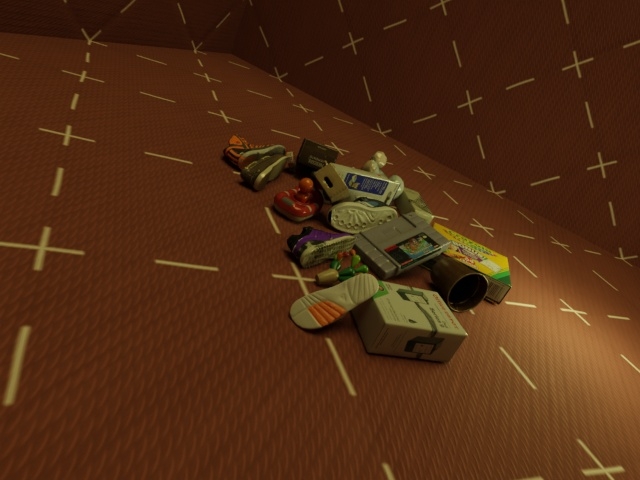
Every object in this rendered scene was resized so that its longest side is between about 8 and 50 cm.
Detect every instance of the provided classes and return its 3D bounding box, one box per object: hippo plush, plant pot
[{"bbox_3d":[0.278,-0.266,2.307,0.236,0.234,0.294,43,-15,-1],"label":"hippo plush"},{"bbox_3d":[0.503,0.154,1.734,0.167,0.166,0.165,12,21,-25],"label":"plant pot"}]

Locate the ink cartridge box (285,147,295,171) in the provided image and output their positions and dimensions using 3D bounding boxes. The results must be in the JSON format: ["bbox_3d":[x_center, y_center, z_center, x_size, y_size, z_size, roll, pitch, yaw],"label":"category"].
[{"bbox_3d":[-0.139,-0.379,2.183,0.029,0.115,0.062,-7,65,4],"label":"ink cartridge box"}]

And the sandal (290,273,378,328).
[{"bbox_3d":[0.045,0.183,1.320,0.265,0.076,0.101,-22,65,-13],"label":"sandal"}]

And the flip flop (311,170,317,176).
[{"bbox_3d":[0.073,-0.243,2.174,0.277,0.080,0.112,27,6,-30],"label":"flip flop"}]

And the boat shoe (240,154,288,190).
[{"bbox_3d":[-0.234,-0.311,1.994,0.097,0.116,0.324,30,32,4],"label":"boat shoe"}]

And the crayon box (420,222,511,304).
[{"bbox_3d":[0.618,0.085,1.994,0.363,0.106,0.313,27,27,7],"label":"crayon box"}]

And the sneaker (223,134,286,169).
[{"bbox_3d":[-0.302,-0.414,2.107,0.180,0.124,0.321,38,29,22],"label":"sneaker"}]

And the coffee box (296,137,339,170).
[{"bbox_3d":[-0.020,-0.415,2.275,0.168,0.118,0.297,21,10,-7],"label":"coffee box"}]

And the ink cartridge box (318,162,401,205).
[{"bbox_3d":[0.175,-0.230,2.118,0.371,0.175,0.069,9,30,-29],"label":"ink cartridge box"}]

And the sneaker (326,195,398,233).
[{"bbox_3d":[0.145,-0.118,1.985,0.323,0.130,0.236,-1,16,-20],"label":"sneaker"}]

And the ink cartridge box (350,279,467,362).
[{"bbox_3d":[0.256,0.237,1.395,0.289,0.121,0.211,12,29,-24],"label":"ink cartridge box"}]

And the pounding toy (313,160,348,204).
[{"bbox_3d":[0.030,-0.235,1.904,0.181,0.094,0.206,57,-1,10],"label":"pounding toy"}]

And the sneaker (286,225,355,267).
[{"bbox_3d":[0.000,-0.001,1.634,0.146,0.102,0.293,40,30,29],"label":"sneaker"}]

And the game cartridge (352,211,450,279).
[{"bbox_3d":[0.308,0.011,1.803,0.355,0.068,0.230,-22,45,-31],"label":"game cartridge"}]

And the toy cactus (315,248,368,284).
[{"bbox_3d":[0.069,0.114,1.518,0.181,0.112,0.219,-11,42,-21],"label":"toy cactus"}]

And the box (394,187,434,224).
[{"bbox_3d":[0.462,-0.161,2.326,0.113,0.094,0.275,16,28,-17],"label":"box"}]

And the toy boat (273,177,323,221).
[{"bbox_3d":[-0.071,-0.178,1.842,0.151,0.151,0.231,34,28,16],"label":"toy boat"}]
